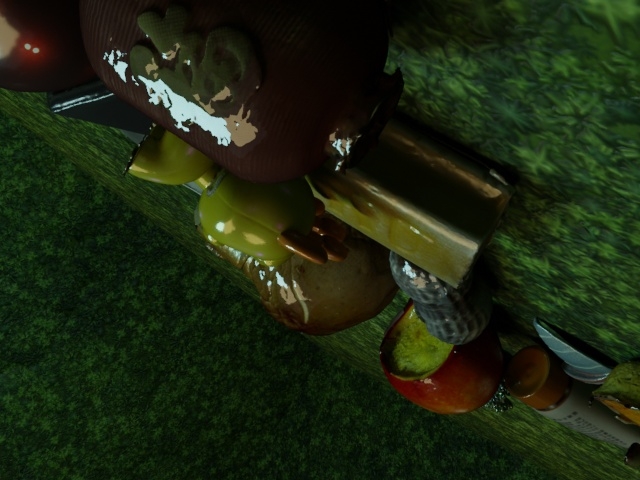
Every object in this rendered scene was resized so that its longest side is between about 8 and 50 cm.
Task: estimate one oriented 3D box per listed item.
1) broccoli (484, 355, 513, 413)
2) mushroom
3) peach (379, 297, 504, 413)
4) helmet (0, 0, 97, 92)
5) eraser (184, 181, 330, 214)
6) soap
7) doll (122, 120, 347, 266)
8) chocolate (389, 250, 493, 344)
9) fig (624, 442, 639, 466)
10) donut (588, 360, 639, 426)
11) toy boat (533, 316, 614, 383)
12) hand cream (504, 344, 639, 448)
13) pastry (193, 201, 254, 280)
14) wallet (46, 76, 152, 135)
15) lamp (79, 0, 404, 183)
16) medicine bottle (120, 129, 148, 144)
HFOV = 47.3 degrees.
[{"bbox_3d":[0.304,0.252,1.381,0.122,0.118,0.204,10,179,8],"label":"broccoli"},{"bbox_3d":[-0.023,0.018,1.116,0.302,0.208,0.233,29,141,48],"label":"mushroom"},{"bbox_3d":[0.185,0.173,1.137,0.190,0.196,0.226,-13,164,12],"label":"peach"},{"bbox_3d":[-0.245,-0.226,0.616,0.193,0.189,0.216,24,138,13],"label":"helmet"},{"bbox_3d":[-0.082,-0.077,0.915,0.230,0.038,0.157,3,-162,-45],"label":"eraser"},{"bbox_3d":[0.051,-0.067,0.749,0.274,0.089,0.173,32,168,14],"label":"soap"},{"bbox_3d":[-0.065,-0.053,0.679,0.221,0.135,0.143,34,-163,-12],"label":"doll"},{"bbox_3d":[0.160,0.058,0.939,0.110,0.110,0.248,26,166,31],"label":"chocolate"},{"bbox_3d":[0.527,0.367,0.955,0.321,0.217,0.217,36,168,-10],"label":"fig"},{"bbox_3d":[0.427,0.210,0.921,0.181,0.078,0.146,30,171,-19],"label":"donut"},{"bbox_3d":[0.344,0.154,1.009,0.122,0.034,0.096,39,161,-21],"label":"toy boat"},{"bbox_3d":[0.425,0.270,1.146,0.314,0.089,0.140,35,171,-29],"label":"hand cream"},{"bbox_3d":[-0.131,0.005,1.351,0.236,0.121,0.257,39,-176,-33],"label":"pastry"},{"bbox_3d":[-0.154,-0.146,0.795,0.149,0.044,0.250,-7,174,32],"label":"wallet"},{"bbox_3d":[-0.060,-0.152,0.523,0.258,0.180,0.180,35,169,7],"label":"lamp"},{"bbox_3d":[-0.238,-0.180,1.059,0.132,0.088,0.188,32,169,6],"label":"medicine bottle"}]
